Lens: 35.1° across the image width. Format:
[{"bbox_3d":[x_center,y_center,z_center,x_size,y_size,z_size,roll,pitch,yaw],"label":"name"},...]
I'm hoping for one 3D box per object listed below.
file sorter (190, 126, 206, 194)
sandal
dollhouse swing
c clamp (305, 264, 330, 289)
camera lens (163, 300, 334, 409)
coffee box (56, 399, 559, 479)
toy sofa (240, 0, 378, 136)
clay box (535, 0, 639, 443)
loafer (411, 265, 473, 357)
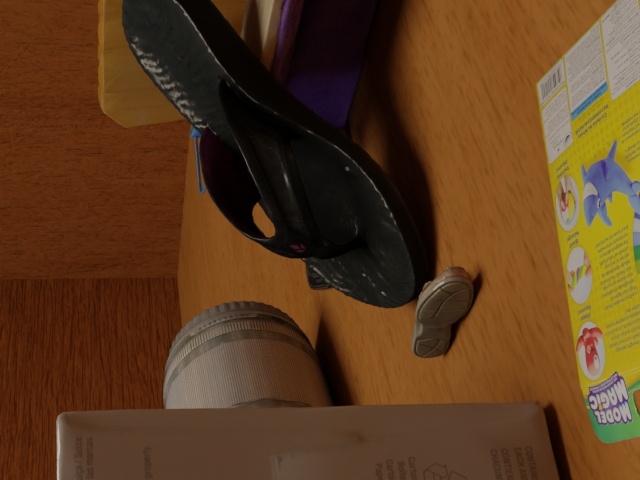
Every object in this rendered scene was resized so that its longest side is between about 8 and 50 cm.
[{"bbox_3d":[-0.089,-0.127,1.421,0.118,0.170,0.104,134,132,-71],"label":"file sorter"},{"bbox_3d":[-0.074,-0.084,1.024,0.446,0.107,0.167,46,145,15],"label":"sandal"},{"bbox_3d":[-0.189,-0.377,1.558,0.347,0.305,0.315,102,162,-45],"label":"dollhouse swing"},{"bbox_3d":[0.000,0.000,1.374,0.160,0.022,0.137,145,119,-72],"label":"c clamp"},{"bbox_3d":[-0.090,0.235,1.313,0.274,0.219,0.219,-111,24,-56],"label":"camera lens"},{"bbox_3d":[-0.017,0.330,0.745,0.334,0.338,0.338,112,154,-61],"label":"coffee box"},{"bbox_3d":[-0.009,-0.228,1.119,0.362,0.150,0.177,106,157,-49],"label":"toy sofa"},{"bbox_3d":[0.177,-0.010,0.539,0.127,0.053,0.222,127,139,-69],"label":"clay box"},{"bbox_3d":[0.102,0.057,0.886,0.125,0.045,0.039,102,169,-52],"label":"loafer"}]
